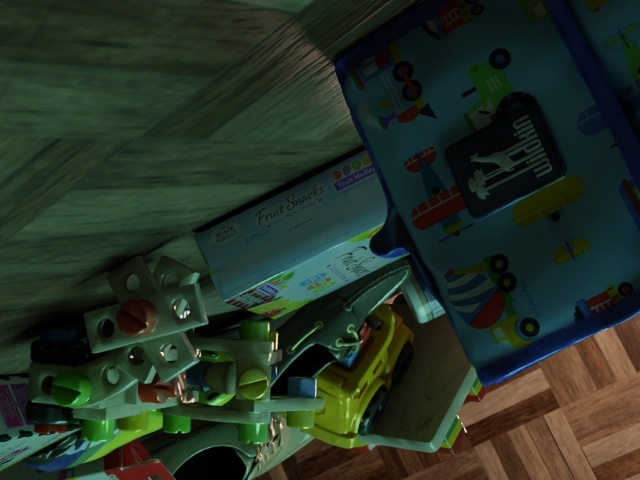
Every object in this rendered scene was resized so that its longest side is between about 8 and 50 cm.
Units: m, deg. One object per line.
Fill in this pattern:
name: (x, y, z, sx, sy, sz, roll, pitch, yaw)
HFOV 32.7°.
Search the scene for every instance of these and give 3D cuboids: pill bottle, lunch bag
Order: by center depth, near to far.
lunch bag: (0.158, -0.066, 0.643, 0.293, 0.221, 0.138, -29, 168, 14)
pill bottle: (0.192, 0.037, 1.503, 0.169, 0.094, 0.094, -26, 169, -2)

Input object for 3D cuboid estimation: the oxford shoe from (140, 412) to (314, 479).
oxford shoe: (-0.107, 0.320, 1.680, 0.397, 0.141, 0.146, -27, -162, -25)

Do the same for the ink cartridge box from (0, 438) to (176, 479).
ink cartridge box: (-0.310, 0.308, 1.461, 0.230, 0.078, 0.134, -13, 146, 3)

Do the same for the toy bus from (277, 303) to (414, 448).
toy bus: (0.040, 0.143, 1.534, 0.220, 0.149, 0.211, -53, 158, -35)

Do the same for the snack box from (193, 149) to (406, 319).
snack box: (0.000, 0.000, 0.984, 0.174, 0.070, 0.207, -26, 170, 4)

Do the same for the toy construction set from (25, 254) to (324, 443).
toy construction set: (-0.139, 0.121, 1.006, 0.214, 0.151, 0.328, 3, 163, 17)

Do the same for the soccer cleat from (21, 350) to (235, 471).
soccer cleat: (-0.231, 0.201, 1.328, 0.289, 0.093, 0.121, -21, 162, 1)

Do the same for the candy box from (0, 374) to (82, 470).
candy box: (-0.367, 0.200, 1.091, 0.159, 0.071, 0.233, -29, 169, 13)

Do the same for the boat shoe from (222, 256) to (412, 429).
boat shoe: (-0.002, 0.119, 1.359, 0.305, 0.091, 0.109, -37, 155, 1)

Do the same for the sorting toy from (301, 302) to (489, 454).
sorting toy: (0.133, 0.221, 1.670, 0.255, 0.089, 0.257, 0, -137, 40)

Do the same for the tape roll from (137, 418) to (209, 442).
tape roll: (-0.228, 0.296, 1.823, 0.219, 0.072, 0.219, -25, 168, -6)

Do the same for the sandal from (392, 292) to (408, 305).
sandal: (0.269, 0.075, 1.883, 0.302, 0.086, 0.120, -8, 139, -4)

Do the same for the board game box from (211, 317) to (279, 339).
board game box: (-0.201, 0.206, 1.523, 0.193, 0.053, 0.305, -15, 165, -44)
